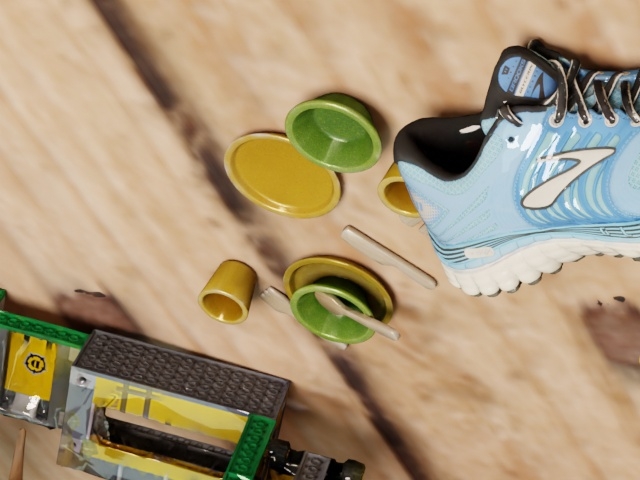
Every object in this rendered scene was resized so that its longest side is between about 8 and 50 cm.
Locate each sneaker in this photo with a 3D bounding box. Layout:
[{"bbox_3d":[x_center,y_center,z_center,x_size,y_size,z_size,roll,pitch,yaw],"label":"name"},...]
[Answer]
[{"bbox_3d":[0.086,-0.033,0.585,0.162,0.063,0.073,-22,116,40],"label":"sneaker"}]

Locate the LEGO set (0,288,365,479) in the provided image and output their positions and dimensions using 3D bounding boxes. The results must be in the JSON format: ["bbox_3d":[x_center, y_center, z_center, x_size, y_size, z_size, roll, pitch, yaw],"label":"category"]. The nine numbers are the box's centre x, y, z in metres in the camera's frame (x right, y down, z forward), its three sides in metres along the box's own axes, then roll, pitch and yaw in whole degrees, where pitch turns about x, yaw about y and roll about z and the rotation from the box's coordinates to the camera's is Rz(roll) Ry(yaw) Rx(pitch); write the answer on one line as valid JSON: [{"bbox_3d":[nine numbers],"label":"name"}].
[{"bbox_3d":[-0.161,0.153,0.793,0.331,0.255,0.192,11,117,-2],"label":"LEGO set"}]

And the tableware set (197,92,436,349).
[{"bbox_3d":[0.000,0.000,0.707,0.104,0.024,0.154,33,144,-13],"label":"tableware set"}]
